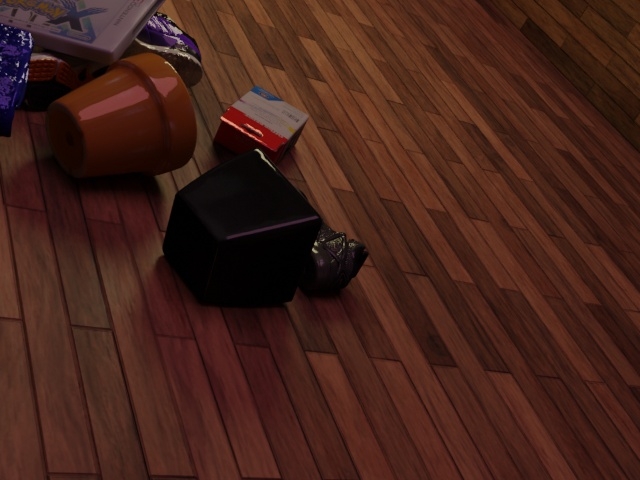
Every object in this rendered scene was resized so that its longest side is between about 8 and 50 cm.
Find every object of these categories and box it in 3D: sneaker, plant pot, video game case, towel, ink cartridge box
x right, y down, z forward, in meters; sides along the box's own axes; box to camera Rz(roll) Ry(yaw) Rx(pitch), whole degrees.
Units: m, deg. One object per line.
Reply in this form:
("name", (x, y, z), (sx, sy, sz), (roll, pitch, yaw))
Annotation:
("sneaker", (-0.378, -0.428, 1.983), (0.293, 0.102, 0.146), (24, 42, -26))
("sneaker", (-0.488, -0.305, 1.737), (0.121, 0.099, 0.262), (34, 21, 22))
("plant pot", (-0.341, -0.191, 1.591), (0.188, 0.205, 0.205), (-24, 58, -38))
("video game case", (-0.469, -0.457, 1.784), (0.328, 0.036, 0.300), (16, 47, 9))
("sneaker", (0.000, 0.000, 1.697), (0.130, 0.087, 0.228), (9, 38, -36))
("plant pot", (-0.138, -0.007, 1.500), (0.167, 0.188, 0.187), (-16, 52, -36))
("towel", (-0.581, -0.282, 1.398), (0.308, 0.076, 0.228), (15, 42, -23))
("ink cartridge box", (-0.123, -0.220, 1.933), (0.134, 0.078, 0.231), (30, 29, 2))
